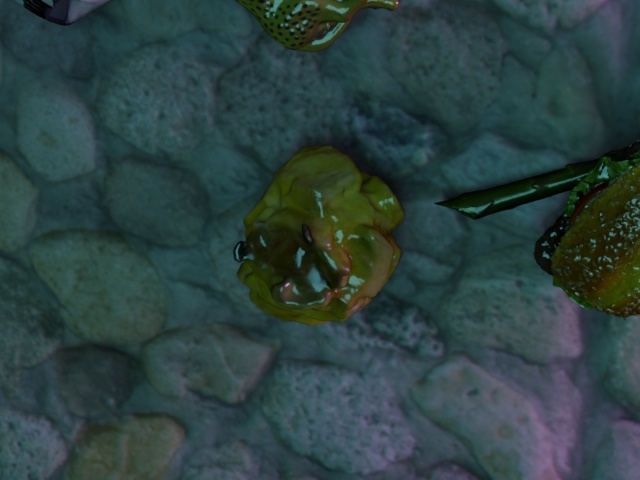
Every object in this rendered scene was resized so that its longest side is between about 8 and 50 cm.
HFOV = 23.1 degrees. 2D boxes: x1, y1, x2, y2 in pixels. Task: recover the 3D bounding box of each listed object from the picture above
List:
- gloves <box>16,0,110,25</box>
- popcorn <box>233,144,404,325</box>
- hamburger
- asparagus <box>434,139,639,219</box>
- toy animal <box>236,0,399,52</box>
[{"bbox_3d":[-0.186,-0.288,1.357,0.127,0.111,0.212,44,124,7],"label":"gloves"},{"bbox_3d":[0.000,0.000,1.392,0.148,0.152,0.167,28,109,25],"label":"popcorn"},{"bbox_3d":[0.264,-0.004,1.337,0.137,0.087,0.166,31,120,-18],"label":"hamburger"},{"bbox_3d":[0.216,-0.055,1.379,0.236,0.034,0.027,-17,85,14],"label":"asparagus"},{"bbox_3d":[-0.038,-0.221,1.373,0.181,0.073,0.136,38,119,-14],"label":"toy animal"}]
